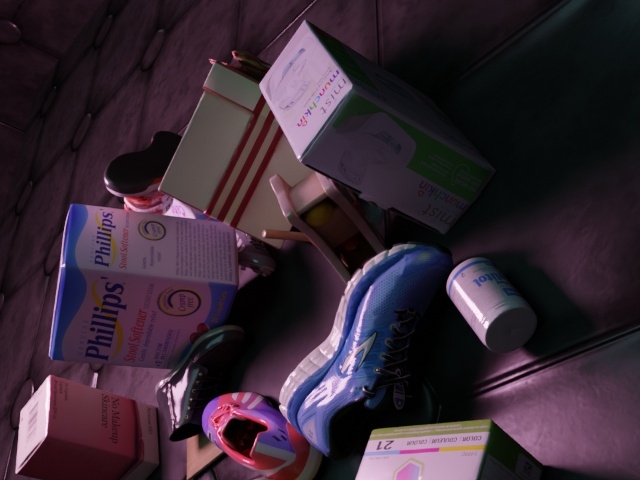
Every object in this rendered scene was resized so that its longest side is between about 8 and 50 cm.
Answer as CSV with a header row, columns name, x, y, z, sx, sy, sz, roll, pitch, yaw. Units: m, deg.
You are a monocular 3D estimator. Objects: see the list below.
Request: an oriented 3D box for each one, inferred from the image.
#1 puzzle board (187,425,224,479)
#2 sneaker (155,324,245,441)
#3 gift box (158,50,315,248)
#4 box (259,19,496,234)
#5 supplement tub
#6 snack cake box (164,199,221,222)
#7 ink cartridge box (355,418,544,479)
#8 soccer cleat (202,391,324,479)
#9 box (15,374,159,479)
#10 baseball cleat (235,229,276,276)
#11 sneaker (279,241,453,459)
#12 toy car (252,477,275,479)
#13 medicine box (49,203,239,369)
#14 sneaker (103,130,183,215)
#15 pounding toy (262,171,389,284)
name,x,y,z,sx,sy,sz,roll,pitch,yaw
puzzle board,-0.194,0.347,1.453,0.128,0.011,0.096,-43,37,31
sneaker,-0.197,0.252,1.462,0.222,0.083,0.118,-46,44,22
gift box,-0.113,-0.166,1.408,0.258,0.255,0.276,-63,9,8
box,0.072,-0.154,1.157,0.127,0.262,0.231,-53,33,19
supplement tub,0.202,0.075,0.992,0.071,0.071,0.107,-55,34,17
snack cake box,-0.245,-0.098,1.689,0.152,0.089,0.264,-31,22,-24
ink cartridge box,0.106,0.327,0.869,0.189,0.097,0.255,-20,36,47
soccer cleat,-0.119,0.287,1.279,0.318,0.116,0.108,7,73,57
box,-0.439,0.375,1.584,0.127,0.232,0.148,-48,36,25
baseball cleat,-0.133,0.003,1.536,0.206,0.072,0.109,13,81,57
sneaker,0.083,0.150,1.095,0.147,0.130,0.330,45,112,42
toy car,-0.093,0.433,1.129,0.188,0.155,0.149,-62,29,29
medicine box,-0.315,0.092,1.472,0.263,0.289,0.149,114,156,-43
sneaker,-0.309,-0.087,1.461,0.270,0.090,0.145,-66,-2,-65
pounding toy,0.000,0.000,1.210,0.155,0.269,0.154,-34,62,8
